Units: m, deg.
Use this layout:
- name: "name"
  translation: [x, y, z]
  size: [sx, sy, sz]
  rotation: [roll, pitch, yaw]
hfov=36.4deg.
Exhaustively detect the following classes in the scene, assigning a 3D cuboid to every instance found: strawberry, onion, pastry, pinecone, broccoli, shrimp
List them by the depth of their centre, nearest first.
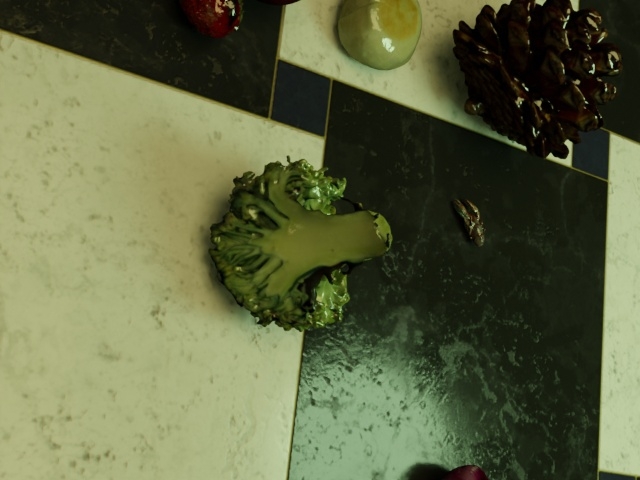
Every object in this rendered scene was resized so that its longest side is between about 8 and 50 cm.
- name: "broccoli"
  translation: [-0.005, 0.001, 1.383]
  size: [0.180, 0.273, 0.243]
  rotation: [-9, 87, -68]
- name: "strawberry"
  translation: [-0.161, -0.346, 1.417]
  size: [0.106, 0.106, 0.106]
  rotation: [7, 78, -32]
- name: "onion"
  translation: [0.233, 0.410, 1.530]
  size: [0.115, 0.104, 0.115]
  rotation: [6, 83, -53]
- name: "pastry"
  translation: [0.103, -0.356, 1.593]
  size: [0.156, 0.092, 0.156]
  rotation: [1, 88, -36]
- name: "pinecone"
  translation: [0.381, -0.289, 1.671]
  size: [0.296, 0.242, 0.298]
  rotation: [-33, 95, -31]
- name: "shrimp"
  translation: [0.261, -0.035, 1.674]
  size: [0.038, 0.029, 0.092]
  rotation: [-31, 95, -33]

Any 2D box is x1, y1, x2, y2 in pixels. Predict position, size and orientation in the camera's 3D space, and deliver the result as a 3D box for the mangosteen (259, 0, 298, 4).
- name: "mangosteen"
  translation: [-0.062, -0.450, 1.465]
  size: [0.199, 0.200, 0.200]
  rotation: [7, 78, -32]
